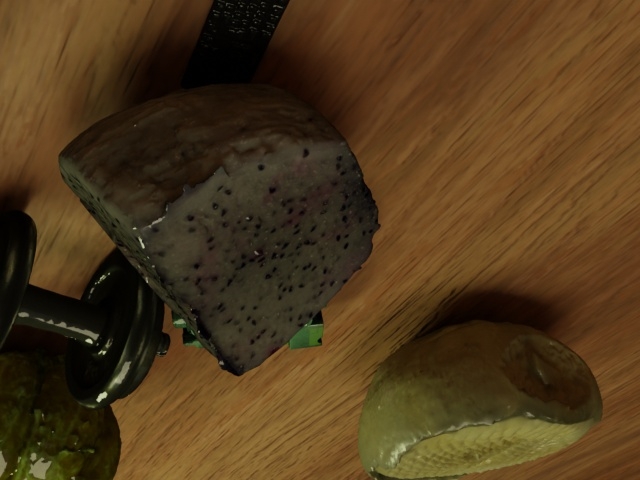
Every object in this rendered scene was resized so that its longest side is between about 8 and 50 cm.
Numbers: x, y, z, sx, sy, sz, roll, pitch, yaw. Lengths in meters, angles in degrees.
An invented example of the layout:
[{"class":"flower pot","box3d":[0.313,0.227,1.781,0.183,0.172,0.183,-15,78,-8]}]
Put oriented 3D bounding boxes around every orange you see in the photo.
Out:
[{"class":"orange","box3d":[-0.425,0.273,1.011,0.301,0.223,0.300,-10,132,6]}]

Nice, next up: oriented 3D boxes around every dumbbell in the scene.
[{"class":"dumbbell","box3d":[-0.293,0.078,0.805,0.290,0.192,0.192,23,132,-35]}]

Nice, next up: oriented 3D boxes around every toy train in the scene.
[{"class":"toy train","box3d":[-0.090,0.102,0.973,0.200,0.083,0.132,-5,146,-5]}]

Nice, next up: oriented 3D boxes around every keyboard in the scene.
[{"class":"keyboard","box3d":[-0.062,-0.200,0.636,0.061,0.013,0.204,11,139,-24]}]

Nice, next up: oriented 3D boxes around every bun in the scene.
[{"class":"bun","box3d":[0.223,0.233,1.117,0.365,0.202,0.364,-9,150,-5]}]

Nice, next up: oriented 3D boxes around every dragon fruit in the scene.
[{"class":"dragon fruit","box3d":[-0.092,-0.042,0.698,0.221,0.204,0.283,-37,146,-10]}]
